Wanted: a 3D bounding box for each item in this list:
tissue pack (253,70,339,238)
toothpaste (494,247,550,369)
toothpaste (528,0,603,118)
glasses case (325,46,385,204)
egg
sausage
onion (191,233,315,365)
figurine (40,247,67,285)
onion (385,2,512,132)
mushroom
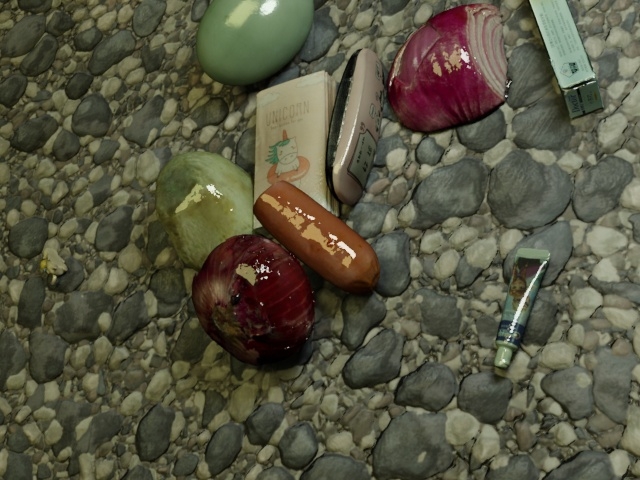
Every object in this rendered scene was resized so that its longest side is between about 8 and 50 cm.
[{"bbox_3d":[-0.049,-0.175,1.870,0.170,0.071,0.325,-14,61,26],"label":"tissue pack"},{"bbox_3d":[0.323,0.109,1.536,0.062,0.037,0.216,8,67,35],"label":"toothpaste"},{"bbox_3d":[0.427,-0.369,1.670,0.071,0.089,0.313,-19,58,14],"label":"toothpaste"},{"bbox_3d":[0.068,-0.219,1.791,0.075,0.122,0.314,2,68,26],"label":"glasses case"},{"bbox_3d":[-0.139,-0.447,1.970,0.283,0.203,0.203,-42,53,11],"label":"egg"},{"bbox_3d":[0.000,0.000,1.696,0.259,0.113,0.113,39,90,13],"label":"sausage"},{"bbox_3d":[-0.108,0.105,1.708,0.252,0.219,0.252,17,117,39],"label":"onion"},{"bbox_3d":[-0.608,0.058,2.113,0.050,0.047,0.083,-51,47,13],"label":"figurine"},{"bbox_3d":[0.222,-0.338,1.765,0.247,0.111,0.250,-13,63,23],"label":"onion"},{"bbox_3d":[-0.228,-0.070,1.870,0.190,0.164,0.267,-15,60,25],"label":"mushroom"}]
